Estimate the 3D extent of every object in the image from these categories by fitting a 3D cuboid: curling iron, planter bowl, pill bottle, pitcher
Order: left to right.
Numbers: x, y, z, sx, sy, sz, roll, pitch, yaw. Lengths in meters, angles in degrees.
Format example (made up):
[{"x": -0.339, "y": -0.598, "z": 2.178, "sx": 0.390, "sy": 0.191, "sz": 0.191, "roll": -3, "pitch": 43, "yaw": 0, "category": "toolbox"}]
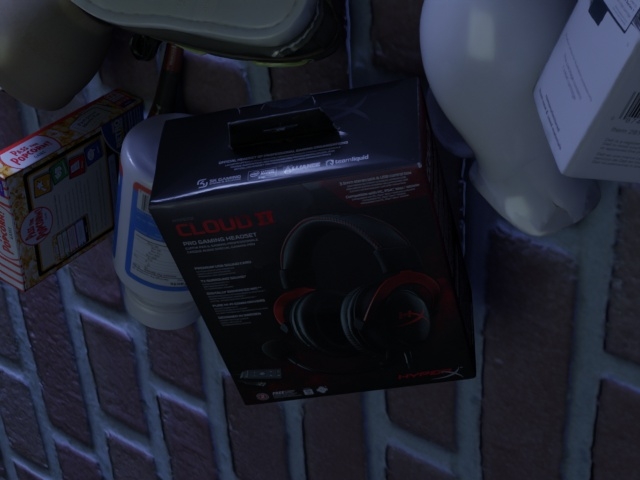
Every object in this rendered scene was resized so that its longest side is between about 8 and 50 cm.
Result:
[{"x": -0.270, "y": -0.226, "z": 1.211, "sx": 0.109, "sy": 0.162, "sz": 0.162, "roll": -30, "pitch": 96, "yaw": 24, "category": "planter bowl"}, {"x": -0.175, "y": -0.132, "z": 1.266, "sx": 0.068, "sy": 0.035, "sz": 0.274, "roll": 34, "pitch": 136, "yaw": 27, "category": "curling iron"}, {"x": -0.154, "y": -0.013, "z": 1.265, "sx": 0.124, "sy": 0.124, "sz": 0.221, "roll": 35, "pitch": 137, "yaw": 20, "category": "pill bottle"}, {"x": 0.130, "y": -0.127, "z": 0.927, "sx": 0.178, "sy": 0.125, "sz": 0.207, "roll": 33, "pitch": 150, "yaw": 44, "category": "pitcher"}]

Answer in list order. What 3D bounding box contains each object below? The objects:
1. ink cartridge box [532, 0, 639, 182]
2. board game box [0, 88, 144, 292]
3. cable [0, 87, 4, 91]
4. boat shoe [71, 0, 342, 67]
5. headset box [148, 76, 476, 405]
[{"x": 0.252, "y": -0.138, "z": 0.751, "sx": 0.219, "sy": 0.160, "sz": 0.092, "roll": 112, "pitch": 156, "yaw": -45, "category": "ink cartridge box"}, {"x": -0.264, "y": -0.055, "z": 1.284, "sx": 0.045, "sy": 0.193, "sz": 0.147, "roll": 25, "pitch": 133, "yaw": 29, "category": "board game box"}, {"x": -0.364, "y": -0.239, "z": 1.358, "sx": 0.150, "sy": 0.047, "sz": 0.184, "roll": 32, "pitch": 136, "yaw": 23, "category": "cable"}, {"x": -0.117, "y": -0.222, "z": 1.089, "sx": 0.305, "sy": 0.109, "sz": 0.091, "roll": 21, "pitch": 176, "yaw": 31, "category": "boat shoe"}, {"x": 0.000, "y": 0.000, "z": 1.010, "sx": 0.218, "sy": 0.110, "sz": 0.293, "roll": -8, "pitch": 135, "yaw": 11, "category": "headset box"}]
